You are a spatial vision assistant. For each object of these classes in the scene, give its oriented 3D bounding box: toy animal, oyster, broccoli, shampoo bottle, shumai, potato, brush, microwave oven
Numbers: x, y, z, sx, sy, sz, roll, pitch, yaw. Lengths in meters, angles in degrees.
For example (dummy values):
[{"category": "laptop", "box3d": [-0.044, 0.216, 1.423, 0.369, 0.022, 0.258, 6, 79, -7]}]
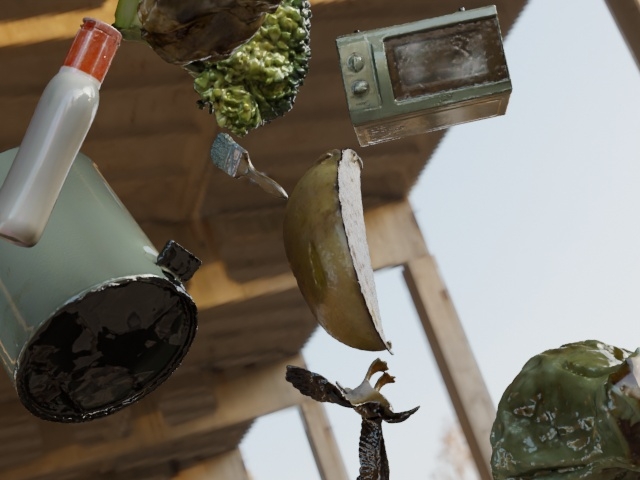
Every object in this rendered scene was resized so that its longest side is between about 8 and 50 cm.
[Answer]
[{"category": "toy animal", "box3d": [0.078, 0.259, 1.927, 0.197, 0.160, 0.272, -25, -63, 29]}, {"category": "oyster", "box3d": [-0.051, -0.250, 0.983, 0.128, 0.078, 0.345, 9, -34, -31]}, {"category": "broccoli", "box3d": [-0.138, -0.246, 1.466, 0.243, 0.263, 0.247, 12, -18, -32]}, {"category": "shampoo bottle", "box3d": [-0.246, -0.102, 1.108, 0.051, 0.221, 0.108, 25, -10, -19]}, {"category": "shumai", "box3d": [0.306, 0.212, 1.384, 0.260, 0.225, 0.222, -24, -27, 13]}, {"category": "potato", "box3d": [-0.002, 0.003, 1.278, 0.100, 0.261, 0.120, -18, -37, 15]}, {"category": "brush", "box3d": [-0.132, -0.131, 2.240, 0.021, 0.196, 0.070, -21, -40, -51]}, {"category": "microwave oven", "box3d": [0.131, -0.213, 1.518, 0.205, 0.129, 0.163, -11, -6, 3]}]

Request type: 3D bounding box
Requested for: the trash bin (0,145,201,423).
[{"category": "trash bin", "box3d": [-0.298, 0.045, 1.386, 0.277, 0.262, 0.217, -41, -36, 2]}]
